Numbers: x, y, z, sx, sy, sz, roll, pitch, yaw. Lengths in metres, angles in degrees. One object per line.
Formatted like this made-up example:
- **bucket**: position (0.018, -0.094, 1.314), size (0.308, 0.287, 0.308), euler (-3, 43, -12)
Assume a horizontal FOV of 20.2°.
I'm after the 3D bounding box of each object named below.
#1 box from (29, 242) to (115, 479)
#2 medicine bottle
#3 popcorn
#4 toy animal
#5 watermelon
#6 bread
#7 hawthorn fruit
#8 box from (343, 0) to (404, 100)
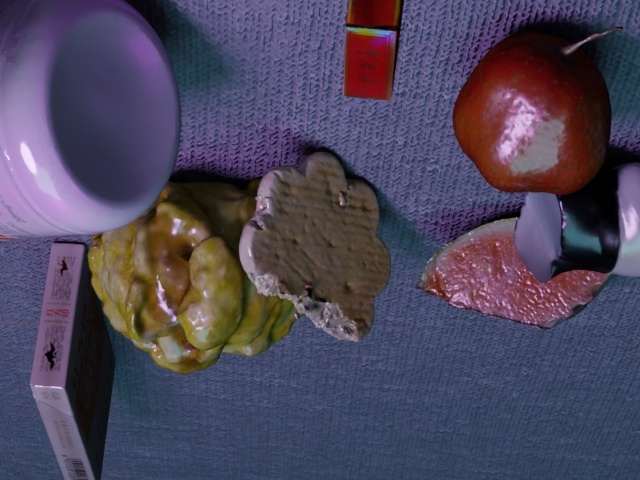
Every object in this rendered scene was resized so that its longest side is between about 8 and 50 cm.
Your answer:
- **box**: position (-0.324, 0.176, 2.381), size (0.051, 0.205, 0.365), euler (3, 152, 3)
- **medicine bottle**: position (-0.319, -0.120, 1.801), size (0.302, 0.241, 0.241), euler (-4, 152, 35)
- **popcorn**: position (-0.150, 0.040, 2.092), size (0.250, 0.235, 0.242), euler (-1, 172, 36)
- **toy animal**: position (0.319, -0.026, 2.005), size (0.179, 0.138, 0.166), euler (0, 172, -7)
- **watermelon**: position (0.244, 0.034, 2.165), size (0.231, 0.128, 0.146), euler (14, -179, 10)
- **bread**: position (0.000, 0.000, 2.045), size (0.039, 0.182, 0.251), euler (1, 156, 39)
- **hawthorn fruit**: position (0.220, -0.147, 1.790), size (0.162, 0.163, 0.203), euler (7, 129, -3)
- **box**: position (0.053, -0.228, 1.615), size (0.048, 0.175, 0.112), euler (5, 152, 3)
